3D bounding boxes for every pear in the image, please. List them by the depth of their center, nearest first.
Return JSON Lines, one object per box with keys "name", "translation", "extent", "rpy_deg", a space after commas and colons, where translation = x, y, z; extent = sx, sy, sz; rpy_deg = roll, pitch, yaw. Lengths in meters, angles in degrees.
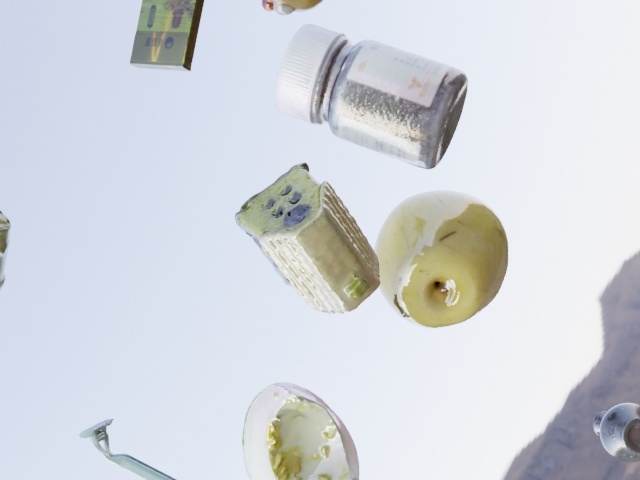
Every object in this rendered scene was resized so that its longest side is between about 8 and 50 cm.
{"name": "pear", "translation": [0.260, 0.042, 1.957], "extent": [0.309, 0.309, 0.309], "rpy_deg": [-46, -30, -37]}

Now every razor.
{"name": "razor", "translation": [-0.348, 0.453, 1.788], "extent": [0.056, 0.278, 0.111], "rpy_deg": [-57, -6, 2]}

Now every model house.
{"name": "model house", "translation": [0.000, 0.000, 1.524], "extent": [0.175, 0.234, 0.193], "rpy_deg": [-41, -62, -11]}

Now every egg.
{"name": "egg", "translation": [-0.028, 0.400, 1.744], "extent": [0.206, 0.270, 0.162], "rpy_deg": [-27, -11, 40]}

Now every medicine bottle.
{"name": "medicine bottle", "translation": [0.080, -0.229, 1.413], "extent": [0.165, 0.273, 0.165], "rpy_deg": [-60, -15, -28]}

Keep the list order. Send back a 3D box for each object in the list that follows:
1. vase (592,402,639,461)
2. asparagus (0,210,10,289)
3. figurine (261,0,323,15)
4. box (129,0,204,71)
{"name": "vase", "translation": [0.632, 0.398, 1.897], "extent": [0.120, 0.120, 0.183], "rpy_deg": [-62, 1, -6]}
{"name": "asparagus", "translation": [-0.635, 0.024, 1.744], "extent": [0.060, 0.067, 0.277], "rpy_deg": [-48, -2, -39]}
{"name": "figurine", "translation": [-0.110, -0.541, 1.731], "extent": [0.167, 0.285, 0.342], "rpy_deg": [-58, 21, 35]}
{"name": "box", "translation": [-0.272, -0.404, 1.628], "extent": [0.030, 0.121, 0.193], "rpy_deg": [20, -101, -63]}
